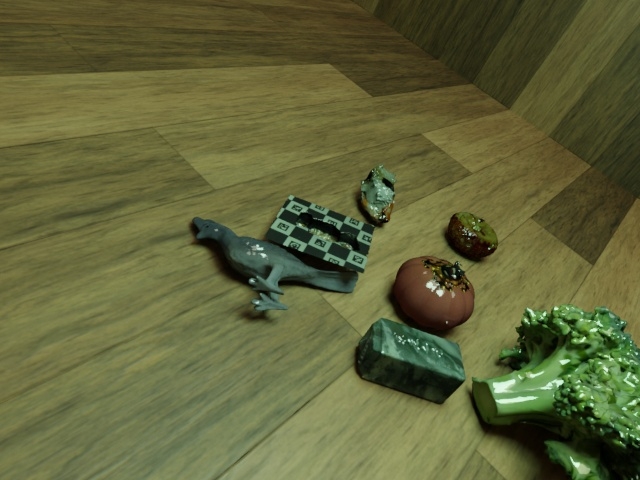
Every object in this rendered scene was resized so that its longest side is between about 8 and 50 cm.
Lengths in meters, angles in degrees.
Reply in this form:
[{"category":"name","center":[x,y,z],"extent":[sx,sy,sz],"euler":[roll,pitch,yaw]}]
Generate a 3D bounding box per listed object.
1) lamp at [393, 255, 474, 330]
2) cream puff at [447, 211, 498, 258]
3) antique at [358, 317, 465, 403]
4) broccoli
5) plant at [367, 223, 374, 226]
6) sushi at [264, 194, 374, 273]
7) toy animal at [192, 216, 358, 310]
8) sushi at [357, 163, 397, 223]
[{"category":"lamp","center":[0.248,0.105,1.047],"extent":[0.182,0.140,0.182],"euler":[15,36,-11]},{"category":"cream puff","center":[0.411,-0.011,1.332],"extent":[0.149,0.084,0.149],"euler":[21,36,-16]},{"category":"antique","center":[0.162,0.220,0.899],"extent":[0.183,0.086,0.088],"euler":[20,37,-11]},{"category":"broccoli","center":[0.465,0.275,0.891],"extent":[0.318,0.277,0.338],"euler":[-24,50,-24]},{"category":"plant","center":[0.080,-0.024,1.163],"extent":[0.102,0.051,0.051],"euler":[-6,49,-28]},{"category":"sushi","center":[0.000,0.000,1.066],"extent":[0.215,0.050,0.192],"euler":[21,35,1]},{"category":"toy animal","center":[-0.091,0.055,0.928],"extent":[0.367,0.081,0.206],"euler":[22,23,-7]},{"category":"sushi","center":[0.152,-0.135,1.303],"extent":[0.097,0.103,0.226],"euler":[10,36,3]}]
